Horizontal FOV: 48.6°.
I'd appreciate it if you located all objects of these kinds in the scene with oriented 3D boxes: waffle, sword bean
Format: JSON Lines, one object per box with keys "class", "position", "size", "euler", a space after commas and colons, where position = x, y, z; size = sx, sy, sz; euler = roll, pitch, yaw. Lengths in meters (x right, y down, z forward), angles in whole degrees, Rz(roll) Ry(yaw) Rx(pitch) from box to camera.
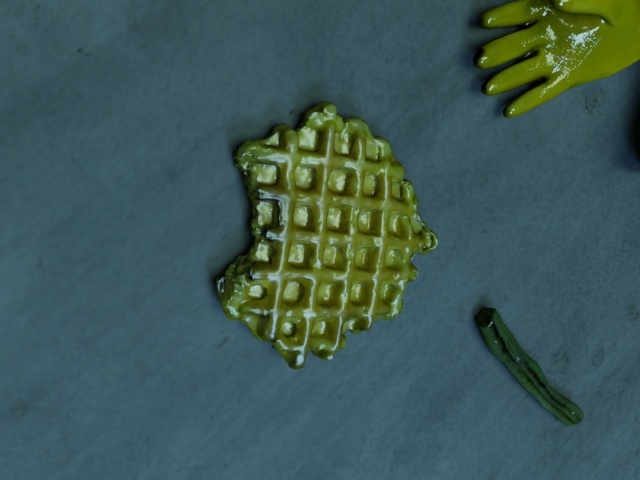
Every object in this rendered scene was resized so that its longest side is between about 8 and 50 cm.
{"class": "waffle", "position": [0.001, 0.000, 0.773], "size": [0.291, 0.051, 0.291], "euler": [-7, 104, -29]}
{"class": "sword bean", "position": [0.291, 0.183, 0.981], "size": [0.043, 0.038, 0.269], "euler": [-38, 120, 13]}

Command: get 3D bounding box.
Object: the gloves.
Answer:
{"class": "gloves", "position": [0.311, -0.240, 0.858], "size": [0.294, 0.116, 0.133], "euler": [-19, 104, -16]}
